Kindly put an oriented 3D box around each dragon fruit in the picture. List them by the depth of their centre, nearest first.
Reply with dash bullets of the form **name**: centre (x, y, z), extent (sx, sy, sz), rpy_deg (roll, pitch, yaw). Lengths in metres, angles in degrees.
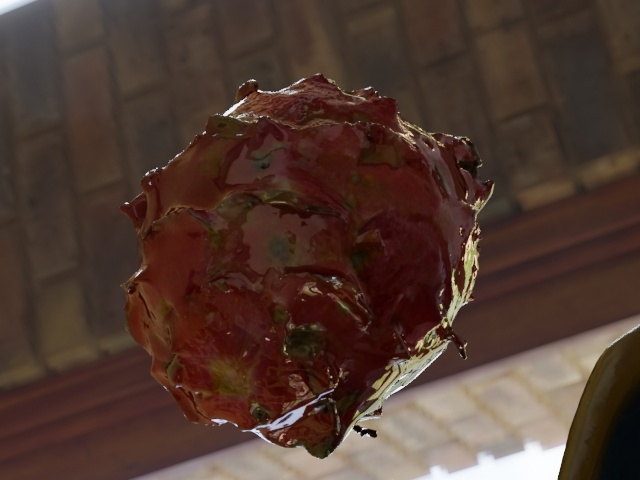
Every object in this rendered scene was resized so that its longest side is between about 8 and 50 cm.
- **dragon fruit**: centre (0.000, 0.000, 1.152), extent (0.268, 0.210, 0.205), rpy_deg (-33, -48, -40)

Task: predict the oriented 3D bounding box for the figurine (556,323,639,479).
- **figurine**: centre (0.304, 0.042, 0.865), extent (0.401, 0.268, 0.387), rpy_deg (10, -105, -24)
